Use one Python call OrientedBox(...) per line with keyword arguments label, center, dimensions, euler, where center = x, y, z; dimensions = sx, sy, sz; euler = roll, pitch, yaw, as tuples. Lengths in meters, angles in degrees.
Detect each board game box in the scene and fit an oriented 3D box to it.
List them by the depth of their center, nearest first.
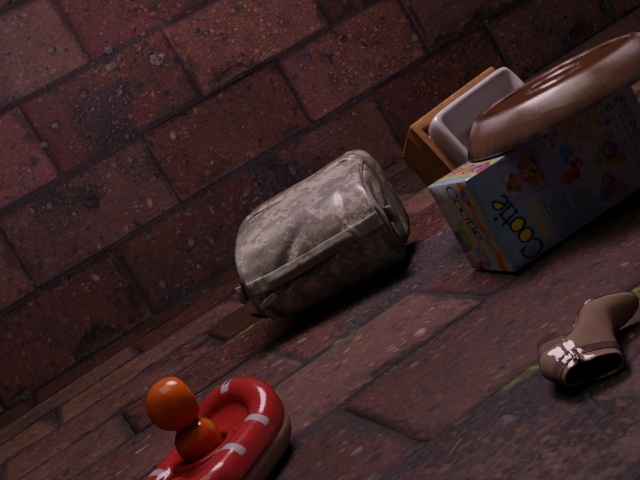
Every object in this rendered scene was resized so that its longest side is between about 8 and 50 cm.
OrientedBox(label="board game box", center=(0.316, -0.088, 1.258), dimensions=(0.275, 0.144, 0.142), euler=(-31, 8, -12))

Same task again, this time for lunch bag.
OrientedBox(label="lunch bag", center=(0.000, 0.000, 1.607), dimensions=(0.305, 0.212, 0.256), euler=(-30, 8, 12))

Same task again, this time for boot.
OrientedBox(label="boot", center=(0.249, 0.091, 0.808), dimensions=(0.118, 0.042, 0.087), euler=(-31, 14, 1))

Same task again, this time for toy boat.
OrientedBox(label="toy boat", center=(-0.138, 0.218, 1.003), dimensions=(0.151, 0.151, 0.231), euler=(-26, 10, 28))

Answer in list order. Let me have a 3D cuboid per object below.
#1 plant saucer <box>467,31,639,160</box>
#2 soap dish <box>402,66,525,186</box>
OrientedBox(label="plant saucer", center=(0.332, -0.207, 1.247), dimensions=(0.310, 0.050, 0.310), euler=(-29, 8, 5))
OrientedBox(label="soap dish", center=(0.284, -0.146, 1.500), dimensions=(0.291, 0.229, 0.118), euler=(-38, -5, -43))
